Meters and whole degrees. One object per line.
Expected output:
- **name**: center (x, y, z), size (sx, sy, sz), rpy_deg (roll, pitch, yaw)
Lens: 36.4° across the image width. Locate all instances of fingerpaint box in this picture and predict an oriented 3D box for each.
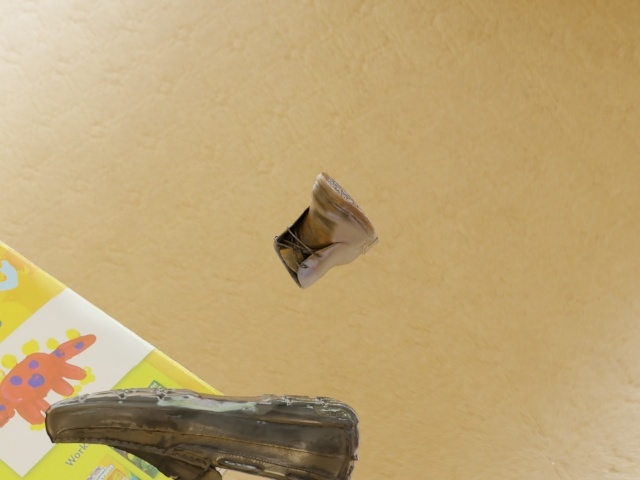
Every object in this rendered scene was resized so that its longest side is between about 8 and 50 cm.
- **fingerpaint box**: center (-0.352, 0.268, 0.991), size (0.371, 0.163, 0.445), rpy_deg (32, 56, 8)

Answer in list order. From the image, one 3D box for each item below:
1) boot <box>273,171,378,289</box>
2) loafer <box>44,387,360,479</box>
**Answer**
- **boot**: center (0.000, 0.000, 1.047), size (0.106, 0.219, 0.082), rpy_deg (-40, 73, -1)
- **loafer**: center (-0.082, 0.146, 0.685), size (0.223, 0.076, 0.078), rpy_deg (5, 85, -8)
